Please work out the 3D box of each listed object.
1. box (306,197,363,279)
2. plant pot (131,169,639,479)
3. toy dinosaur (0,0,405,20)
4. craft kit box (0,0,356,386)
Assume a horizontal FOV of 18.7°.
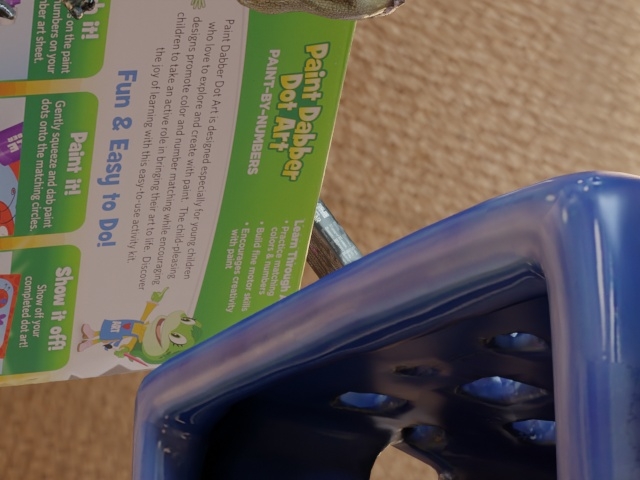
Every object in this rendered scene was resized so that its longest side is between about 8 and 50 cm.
[{"bbox_3d":[0.000,0.000,1.511,0.018,0.067,0.083,-32,74,-19],"label":"box"},{"bbox_3d":[0.089,0.132,0.463,0.212,0.236,0.236,7,74,-25],"label":"plant pot"},{"bbox_3d":[-0.098,-0.117,0.499,0.268,0.118,0.064,40,128,-17],"label":"toy dinosaur"},{"bbox_3d":[-0.116,-0.045,0.796,0.246,0.061,0.250,-2,131,-18],"label":"craft kit box"}]
